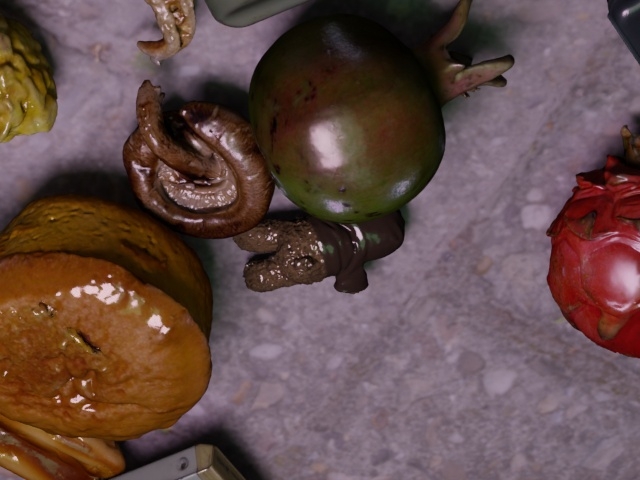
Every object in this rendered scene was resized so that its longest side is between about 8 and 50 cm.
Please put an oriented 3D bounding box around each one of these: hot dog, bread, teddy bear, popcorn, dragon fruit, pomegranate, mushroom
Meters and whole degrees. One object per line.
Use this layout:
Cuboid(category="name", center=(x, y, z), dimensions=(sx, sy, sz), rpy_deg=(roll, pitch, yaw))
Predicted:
Cuboid(category="hot dog", center=(-0.298, 0.167, 1.755), dimensions=(0.249, 0.068, 0.100), rpy_deg=(32, 127, -17))
Cuboid(category="bread", center=(-0.211, 0.077, 1.629), dimensions=(0.268, 0.146, 0.268), rpy_deg=(7, 138, 7))
Cuboid(category="teddy bear", center=(-0.002, 0.005, 1.651), dimensions=(0.160, 0.078, 0.119), rpy_deg=(-14, 118, 9))
Cuboid(category="popcorn", center=(-0.284, -0.135, 1.543), dimensions=(0.106, 0.116, 0.120), rpy_deg=(-15, 163, 18))
Cuboid(category="dragon fruit", center=(0.288, 0.015, 1.612), dimensions=(0.172, 0.172, 0.210), rpy_deg=(-1, 122, 0))
Cuboid(category="pomegranate", center=(0.050, -0.118, 1.529), dimensions=(0.224, 0.181, 0.181), rpy_deg=(-32, 119, -4))
Cuboid(category="mushroom", center=(-0.113, -0.074, 1.592), dimensions=(0.135, 0.080, 0.171), rpy_deg=(-18, 133, 16))

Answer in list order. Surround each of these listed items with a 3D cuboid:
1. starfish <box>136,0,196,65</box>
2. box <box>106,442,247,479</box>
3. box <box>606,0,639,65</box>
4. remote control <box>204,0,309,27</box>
Cuboid(category="starfish", center=(-0.190, -0.246, 1.425), dimensions=(0.375, 0.094, 0.327), rpy_deg=(11, 165, 42))
Cuboid(category="box", center=(-0.136, 0.313, 1.828), dimensions=(0.210, 0.045, 0.270), rpy_deg=(-24, 135, 14))
Cuboid(category="box", center=(0.347, -0.172, 1.524), dimensions=(0.160, 0.050, 0.230), rpy_deg=(-29, 137, 16))
Cuboid(category="remote control", center=(0.046, -0.280, 1.481), dimensions=(0.335, 0.065, 0.128), rpy_deg=(-21, 122, 12))
